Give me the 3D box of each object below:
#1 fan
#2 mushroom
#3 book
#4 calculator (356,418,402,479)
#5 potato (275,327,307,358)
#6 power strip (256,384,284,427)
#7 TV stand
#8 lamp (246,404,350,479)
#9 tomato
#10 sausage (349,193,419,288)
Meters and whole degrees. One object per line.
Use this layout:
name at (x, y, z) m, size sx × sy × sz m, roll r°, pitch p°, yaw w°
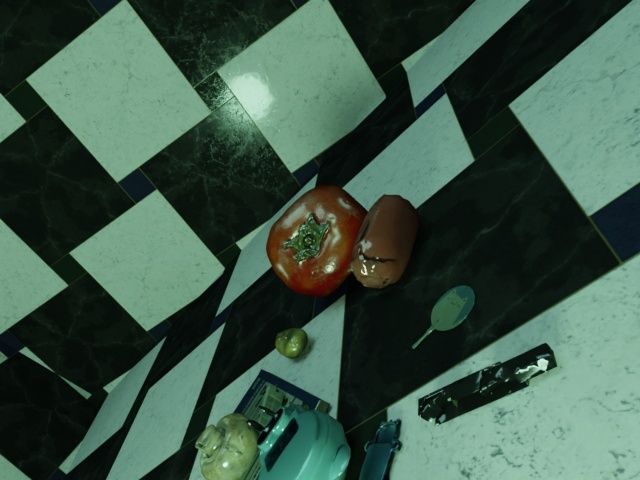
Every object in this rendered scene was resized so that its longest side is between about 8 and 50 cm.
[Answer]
fan at (0.251, 0.162, 1.062) m, size 0.175 × 0.005 × 0.113 m, roll -47°, pitch 19°, yaw 6°
mushroom at (-0.224, 0.493, 1.222) m, size 0.166 × 0.127 × 0.166 m, roll -38°, pitch 29°, yaw 26°
book at (-0.153, 0.496, 1.312) m, size 0.300 × 0.039 × 0.428 m, roll -56°, pitch 19°, yaw -17°
calculator at (0.109, 0.390, 0.933) m, size 0.094 × 0.019 × 0.141 m, roll -28°, pitch 27°, yaw 48°
potato at (-0.080, 0.297, 1.483) m, size 0.092 × 0.070 × 0.138 m, roll -55°, pitch 20°, yaw -18°
power strip at (-0.122, 0.410, 1.259) m, size 0.019 × 0.051 × 0.136 m, roll -46°, pitch 17°, yaw 36°
TV stand at (0.265, 0.236, 0.828) m, size 0.249 × 0.042 × 0.036 m, roll -38°, pitch 19°, yaw 32°
lamp at (-0.043, 0.427, 1.007) m, size 0.209 × 0.147 × 0.284 m, roll -52°, pitch 32°, yaw -8°
tomato at (0.000, 0.000, 1.534) m, size 0.325 × 0.293 × 0.290 m, roll -53°, pitch -14°, yaw 11°
sausage at (0.169, 0.000, 1.345) m, size 0.152 × 0.152 × 0.280 m, roll -27°, pitch 29°, yaw 50°
